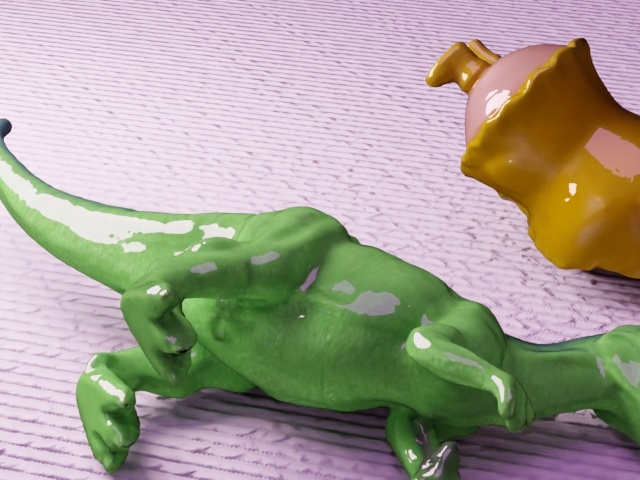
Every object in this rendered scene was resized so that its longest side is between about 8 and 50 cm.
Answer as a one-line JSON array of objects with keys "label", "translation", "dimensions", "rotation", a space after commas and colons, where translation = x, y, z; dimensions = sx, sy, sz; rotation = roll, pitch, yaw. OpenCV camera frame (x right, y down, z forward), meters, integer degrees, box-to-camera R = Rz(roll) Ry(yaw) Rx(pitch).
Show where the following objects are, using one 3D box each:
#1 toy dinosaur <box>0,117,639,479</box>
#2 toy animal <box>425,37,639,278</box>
[{"label": "toy dinosaur", "translation": [0.000, 0.000, 0.866], "dimensions": [0.374, 0.144, 0.500], "rotation": [-7, 36, -24]}, {"label": "toy animal", "translation": [0.184, -0.068, 0.952], "dimensions": [0.229, 0.156, 0.156], "rotation": [37, 40, 10]}]
